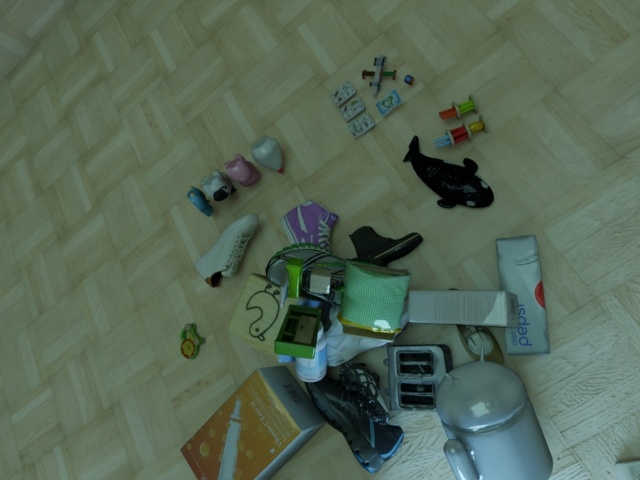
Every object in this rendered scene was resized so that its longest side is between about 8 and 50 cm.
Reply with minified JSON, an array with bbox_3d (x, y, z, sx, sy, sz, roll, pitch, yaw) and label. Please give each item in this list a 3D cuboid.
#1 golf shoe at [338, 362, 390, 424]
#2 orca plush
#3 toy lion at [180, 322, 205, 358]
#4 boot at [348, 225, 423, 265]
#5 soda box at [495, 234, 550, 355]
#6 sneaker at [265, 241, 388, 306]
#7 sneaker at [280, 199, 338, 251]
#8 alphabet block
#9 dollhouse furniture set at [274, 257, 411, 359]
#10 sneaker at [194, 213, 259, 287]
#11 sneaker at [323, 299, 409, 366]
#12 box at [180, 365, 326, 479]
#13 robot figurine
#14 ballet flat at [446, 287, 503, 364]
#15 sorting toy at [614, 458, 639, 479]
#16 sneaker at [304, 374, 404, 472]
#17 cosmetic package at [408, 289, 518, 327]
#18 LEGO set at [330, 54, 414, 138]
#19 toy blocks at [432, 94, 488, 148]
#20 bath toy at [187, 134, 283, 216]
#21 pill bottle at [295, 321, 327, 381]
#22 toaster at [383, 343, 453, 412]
[{"bbox_3d":[0.132,0.385,1.245,0.198,0.094,0.077,46,136,44],"label":"golf shoe"},{"bbox_3d":[0.342,-0.192,1.307,0.151,0.102,0.287,-41,66,12],"label":"orca plush"},{"bbox_3d":[-0.438,0.341,1.600,0.096,0.034,0.100,-47,64,18],"label":"toy lion"},{"bbox_3d":[0.178,-0.006,1.365,0.198,0.077,0.137,-29,64,16],"label":"boot"},{"bbox_3d":[0.496,0.135,1.175,0.098,0.091,0.286,-6,77,23],"label":"soda box"},{"bbox_3d":[0.021,0.099,1.276,0.343,0.146,0.134,7,116,3],"label":"sneaker"},{"bbox_3d":[0.000,0.000,1.429,0.161,0.102,0.282,-33,68,11],"label":"sneaker"},{"bbox_3d":[-0.116,0.223,1.384,0.197,0.193,0.192,21,87,27],"label":"alphabet block"},{"bbox_3d":[0.055,0.168,1.137,0.301,0.151,0.197,7,117,5],"label":"dollhouse furniture set"},{"bbox_3d":[-0.280,0.041,1.554,0.290,0.106,0.123,-46,68,22],"label":"sneaker"},{"bbox_3d":[0.111,0.226,1.300,0.305,0.114,0.152,-31,93,15],"label":"sneaker"},{"bbox_3d":[-0.190,0.556,1.362,0.345,0.168,0.215,-48,65,9],"label":"box"},{"bbox_3d":[0.383,0.421,1.069,0.200,0.300,0.353,-14,100,49],"label":"robot figurine"},{"bbox_3d":[0.381,0.226,1.219,0.080,0.073,0.232,-35,67,12],"label":"ballet flat"},{"bbox_3d":[0.762,0.551,0.997,0.208,0.038,0.193,-20,72,20],"label":"sorting toy"},{"bbox_3d":[0.078,0.456,1.308,0.139,0.125,0.341,-35,59,-17],"label":"sneaker"},{"bbox_3d":[0.339,0.163,1.143,0.231,0.117,0.085,-6,76,35],"label":"cosmetic package"},{"bbox_3d":[0.170,-0.455,1.484,0.244,0.060,0.182,-35,71,24],"label":"LEGO set"},{"bbox_3d":[0.372,-0.325,1.331,0.148,0.054,0.123,-22,70,6],"label":"toy blocks"},{"bbox_3d":[-0.268,-0.210,1.583,0.348,0.129,0.151,-31,31,11],"label":"bath toy"},{"bbox_3d":[-0.026,0.292,1.278,0.087,0.087,0.160,16,121,27],"label":"pill bottle"},{"bbox_3d":[0.260,0.354,1.229,0.186,0.110,0.168,-6,78,23],"label":"toaster"}]
